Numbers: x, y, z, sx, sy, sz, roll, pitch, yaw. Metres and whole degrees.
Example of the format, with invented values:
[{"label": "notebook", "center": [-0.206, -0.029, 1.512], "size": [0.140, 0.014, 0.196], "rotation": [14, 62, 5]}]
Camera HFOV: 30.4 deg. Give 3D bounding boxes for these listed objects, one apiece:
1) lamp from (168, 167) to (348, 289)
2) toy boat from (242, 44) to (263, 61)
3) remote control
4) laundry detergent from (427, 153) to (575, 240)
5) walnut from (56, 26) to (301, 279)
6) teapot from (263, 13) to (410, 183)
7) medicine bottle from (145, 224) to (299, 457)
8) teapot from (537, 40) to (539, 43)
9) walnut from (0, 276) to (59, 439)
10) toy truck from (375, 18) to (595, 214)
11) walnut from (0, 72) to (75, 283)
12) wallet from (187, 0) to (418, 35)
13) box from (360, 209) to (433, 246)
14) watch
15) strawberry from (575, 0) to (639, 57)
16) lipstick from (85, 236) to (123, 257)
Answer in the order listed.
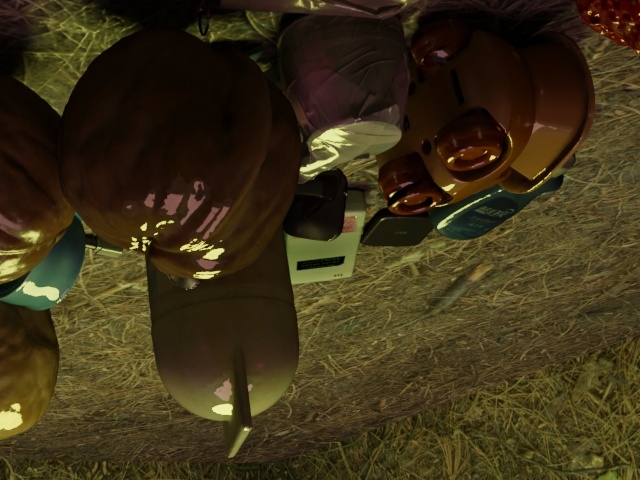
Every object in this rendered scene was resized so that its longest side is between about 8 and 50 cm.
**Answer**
[{"label": "lamp", "center": [-0.097, -0.024, 1.777], "size": [0.283, 0.203, 0.124], "rotation": [3, -178, -37]}, {"label": "toy boat", "center": [-0.132, -0.220, 1.519], "size": [0.122, 0.034, 0.096], "rotation": [-8, 165, -6]}, {"label": "remote control", "center": [0.000, -0.001, 2.125], "size": [0.145, 0.050, 0.344], "rotation": [-6, 159, -7]}, {"label": "laundry detergent", "center": [0.312, -0.092, 1.952], "size": [0.143, 0.094, 0.290], "rotation": [11, 152, -34]}, {"label": "walnut", "center": [-0.160, -0.104, 1.384], "size": [0.296, 0.285, 0.285], "rotation": [25, 144, -30]}, {"label": "teapot", "center": [0.006, -0.181, 1.471], "size": [0.222, 0.178, 0.163], "rotation": [-13, 159, 13]}, {"label": "medicine bottle", "center": [-0.155, 0.129, 1.899], "size": [0.236, 0.406, 0.235], "rotation": [-7, 160, -3]}, {"label": "teapot", "center": [0.323, -0.239, 1.615], "size": [0.045, 0.068, 0.100], "rotation": [-17, 126, 11]}, {"label": "walnut", "center": [-0.608, 0.172, 1.907], "size": [0.381, 0.381, 0.381], "rotation": [-8, 159, -3]}, {"label": "toy truck", "center": [0.196, -0.163, 1.562], "size": [0.212, 0.204, 0.288], "rotation": [1, 156, -31]}, {"label": "walnut", "center": [-0.451, -0.082, 1.431], "size": [0.313, 0.252, 0.277], "rotation": [28, 147, -13]}, {"label": "wallet", "center": [0.020, -0.321, 1.264], "size": [0.275, 0.068, 0.335], "rotation": [1, 157, -20]}, {"label": "box", "center": [0.146, -0.026, 2.161], "size": [0.126, 0.027, 0.125], "rotation": [1, 155, -21]}, {"label": "watch", "center": [-0.445, 0.006, 1.757], "size": [0.211, 0.193, 0.211], "rotation": [-8, 157, -3]}, {"label": "strawberry", "center": [0.442, -0.294, 1.349], "size": [0.261, 0.257, 0.261], "rotation": [-30, 151, -19]}, {"label": "lipstick", "center": [-0.390, 0.005, 2.018], "size": [0.107, 0.025, 0.025], "rotation": [13, 149, -34]}]
